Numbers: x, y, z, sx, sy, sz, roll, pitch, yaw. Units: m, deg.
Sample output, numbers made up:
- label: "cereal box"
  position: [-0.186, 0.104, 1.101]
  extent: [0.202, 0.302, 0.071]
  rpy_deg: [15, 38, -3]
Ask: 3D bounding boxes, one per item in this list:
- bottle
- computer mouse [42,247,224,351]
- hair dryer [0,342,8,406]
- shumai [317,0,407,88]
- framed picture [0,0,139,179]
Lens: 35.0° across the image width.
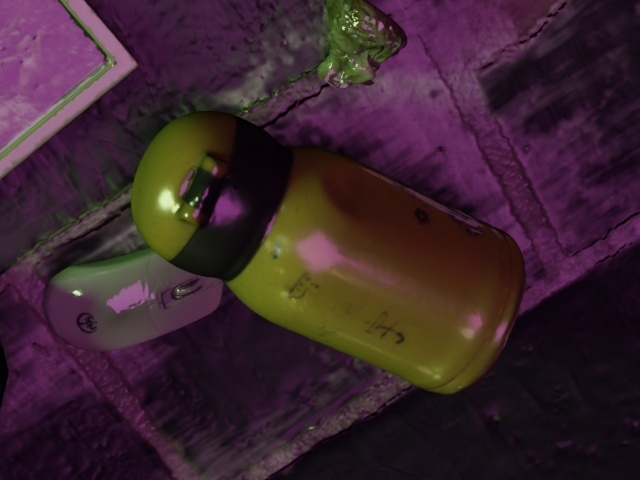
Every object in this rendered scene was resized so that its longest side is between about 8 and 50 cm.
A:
- label: "bottle"
  position: [0.000, 0.000, 0.919]
  extent: [0.351, 0.171, 0.172]
  rpy_deg: [26, 101, -19]
- label: "computer mouse"
  position: [-0.168, 0.055, 0.955]
  extent: [0.181, 0.056, 0.089]
  rpy_deg: [-18, 117, -8]
- label: "hair dryer"
  position: [-0.436, 0.125, 0.893]
  extent: [0.302, 0.116, 0.244]
  rpy_deg: [14, 102, -11]
- label: "shumai"
  position: [0.027, -0.177, 0.916]
  extent: [0.083, 0.082, 0.080]
  rpy_deg: [37, 98, 1]
- label: "framed picture"
  position: [-0.351, -0.139, 0.859]
  extent: [0.324, 0.020, 0.240]
  rpy_deg: [-38, 113, 1]
